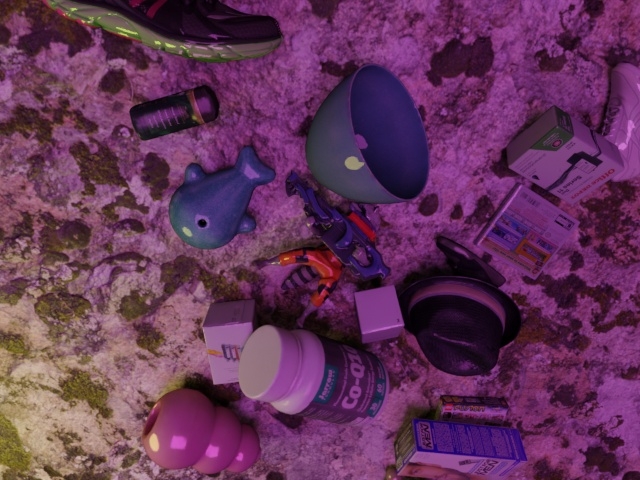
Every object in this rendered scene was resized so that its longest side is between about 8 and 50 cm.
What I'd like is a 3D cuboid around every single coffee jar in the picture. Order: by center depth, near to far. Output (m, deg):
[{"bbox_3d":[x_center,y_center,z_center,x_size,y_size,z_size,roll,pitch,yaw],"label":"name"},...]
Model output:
[{"bbox_3d":[-0.317,-0.284,1.034,0.184,0.096,0.079,-16,114,2],"label":"coffee jar"}]

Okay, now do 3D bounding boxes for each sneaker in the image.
[{"bbox_3d":[-0.302,-0.483,0.915,0.481,0.185,0.203,14,113,-11],"label":"sneaker"},{"bbox_3d":[0.727,-0.274,1.118,0.118,0.110,0.292,-18,111,12],"label":"sneaker"},{"bbox_3d":[0.372,0.088,1.231,0.227,0.087,0.130,36,98,-21],"label":"sneaker"}]

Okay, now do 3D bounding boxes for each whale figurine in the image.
[{"bbox_3d":[-0.230,-0.093,1.088,0.272,0.141,0.216,-39,108,10],"label":"whale figurine"}]

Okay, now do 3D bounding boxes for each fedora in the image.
[{"bbox_3d":[0.349,0.240,1.197,0.333,0.153,0.334,8,134,8],"label":"fedora"}]

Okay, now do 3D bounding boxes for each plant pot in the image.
[{"bbox_3d":[0.080,-0.205,1.024,0.195,0.290,0.290,-14,116,40],"label":"plant pot"}]

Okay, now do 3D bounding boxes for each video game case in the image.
[{"bbox_3d":[0.546,-0.020,1.237,0.212,0.023,0.194,28,106,-14],"label":"video game case"}]

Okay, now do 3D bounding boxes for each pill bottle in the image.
[{"bbox_3d":[-0.012,0.342,1.178,0.360,0.204,0.204,26,108,-36],"label":"pill bottle"}]

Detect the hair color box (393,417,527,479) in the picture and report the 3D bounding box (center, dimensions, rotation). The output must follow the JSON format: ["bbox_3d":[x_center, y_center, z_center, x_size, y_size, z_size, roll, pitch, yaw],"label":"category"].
[{"bbox_3d":[0.410,0.634,1.398,0.338,0.110,0.185,9,134,-6],"label":"hair color box"}]

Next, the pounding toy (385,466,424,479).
[{"bbox_3d":[0.305,0.834,1.514,0.236,0.110,0.183,31,120,16],"label":"pounding toy"}]

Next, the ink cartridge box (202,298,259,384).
[{"bbox_3d":[-0.226,0.263,1.230,0.127,0.128,0.177,-5,110,-2],"label":"ink cartridge box"}]

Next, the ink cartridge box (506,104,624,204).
[{"bbox_3d":[0.576,-0.196,1.107,0.208,0.087,0.153,25,139,-13],"label":"ink cartridge box"}]

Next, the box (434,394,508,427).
[{"bbox_3d":[0.461,0.536,1.433,0.206,0.036,0.114,5,110,-6],"label":"box"}]

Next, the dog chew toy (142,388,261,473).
[{"bbox_3d":[-0.315,0.548,1.302,0.331,0.207,0.207,31,106,-23],"label":"dog chew toy"}]

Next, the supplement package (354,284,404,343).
[{"bbox_3d":[0.145,0.192,1.194,0.105,0.179,0.105,-11,70,0],"label":"supplement package"}]

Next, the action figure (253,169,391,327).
[{"bbox_3d":[0.000,0.000,1.165,0.330,0.178,0.341,-36,82,2],"label":"action figure"}]
